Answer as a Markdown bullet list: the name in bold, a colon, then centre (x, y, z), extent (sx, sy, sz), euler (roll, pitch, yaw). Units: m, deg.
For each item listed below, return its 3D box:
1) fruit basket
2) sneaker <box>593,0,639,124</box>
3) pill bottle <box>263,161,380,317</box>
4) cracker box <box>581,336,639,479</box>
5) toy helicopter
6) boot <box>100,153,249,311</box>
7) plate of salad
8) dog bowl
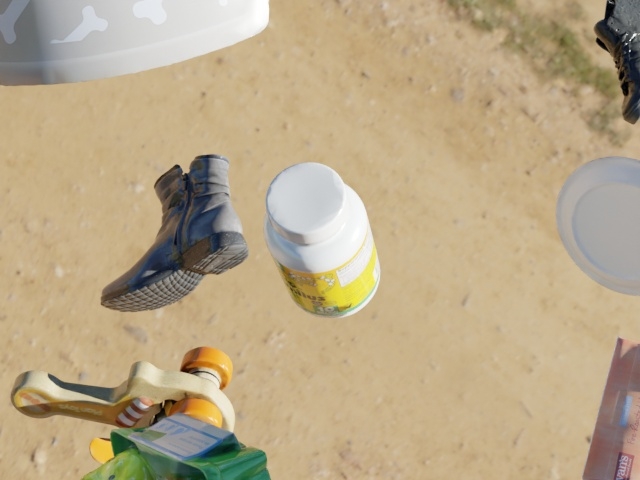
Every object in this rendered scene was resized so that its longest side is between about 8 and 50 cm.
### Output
- **fruit basket**: centre (-0.243, 0.333, 1.324), extent (0.353, 0.327, 0.165), euler (-11, 102, -38)
- **sneaker**: centre (0.335, -0.212, 1.207), extent (0.089, 0.051, 0.170), euler (25, 67, 0)
- **pill bottle**: centre (0.000, 0.000, 1.245), extent (0.118, 0.208, 0.117), euler (-4, 64, 8)
- **cracker box**: centre (0.331, 0.221, 1.162), extent (0.067, 0.232, 0.155), euler (12, 66, 22)
- **toy helicopter**: centre (-0.314, 0.277, 1.750), extent (0.355, 0.235, 0.140), euler (10, 41, -2)
- **boot**: centre (-0.291, -0.011, 2.111), extent (0.118, 0.338, 0.222), euler (32, 38, -58)
- **plate of salad**: centre (0.404, -0.020, 1.435), extent (0.200, 0.200, 0.048), euler (49, 47, 8)
- **dog bowl**: centre (-0.159, -0.245, 0.881), extent (0.349, 0.102, 0.348), euler (-8, 32, 5)
